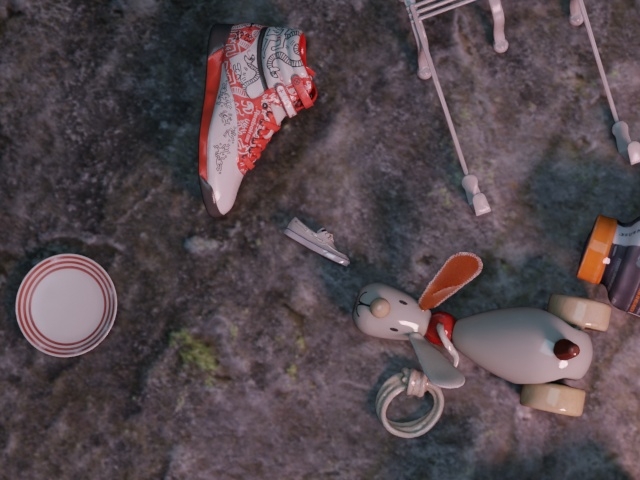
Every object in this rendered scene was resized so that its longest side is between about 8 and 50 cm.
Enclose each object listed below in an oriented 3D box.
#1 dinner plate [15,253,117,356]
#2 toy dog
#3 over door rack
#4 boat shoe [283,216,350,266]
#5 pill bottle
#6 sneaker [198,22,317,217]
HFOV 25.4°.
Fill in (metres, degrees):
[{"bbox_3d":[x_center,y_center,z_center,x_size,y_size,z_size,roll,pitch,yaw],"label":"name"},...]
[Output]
[{"bbox_3d":[-0.344,0.089,1.934,0.141,0.017,0.141,-1,80,6],"label":"dinner plate"},{"bbox_3d":[0.209,0.125,1.802,0.333,0.161,0.220,-8,80,4],"label":"toy dog"},{"bbox_3d":[0.259,-0.221,1.891,0.239,0.108,0.324,-20,94,2],"label":"over door rack"},{"bbox_3d":[0.000,0.000,1.907,0.100,0.035,0.035,30,87,16],"label":"boat shoe"},{"bbox_3d":[0.453,0.046,1.807,0.245,0.130,0.130,19,83,8],"label":"pill bottle"},{"bbox_3d":[-0.082,-0.163,1.912,0.145,0.090,0.270,1,78,8],"label":"sneaker"}]
